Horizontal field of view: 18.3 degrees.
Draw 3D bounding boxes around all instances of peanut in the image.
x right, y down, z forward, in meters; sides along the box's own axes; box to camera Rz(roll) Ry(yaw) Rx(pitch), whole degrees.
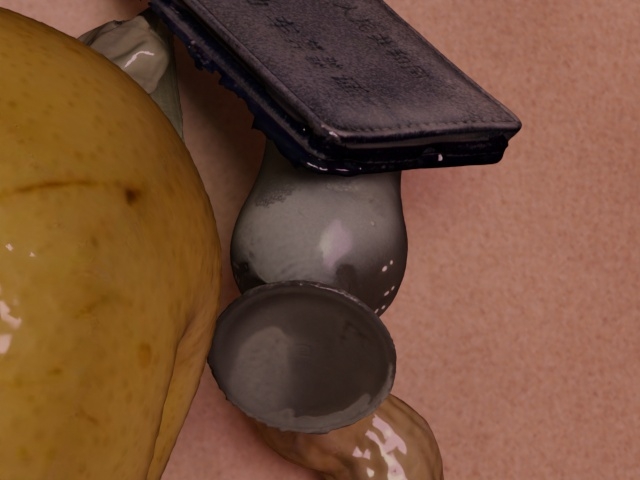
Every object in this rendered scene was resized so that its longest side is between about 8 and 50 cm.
[{"bbox_3d":[0.018,0.118,1.186,0.082,0.082,0.187,-44,99,-26],"label":"peanut"}]

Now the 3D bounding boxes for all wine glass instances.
[{"bbox_3d":[0.000,0.000,1.137,0.103,0.103,0.231,31,31,-15],"label":"wine glass"}]

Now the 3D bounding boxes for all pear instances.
[{"bbox_3d":[-0.216,0.043,0.960,0.348,0.348,0.348,6,75,-23],"label":"pear"}]

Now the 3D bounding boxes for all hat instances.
[{"bbox_3d":[-0.116,-0.054,1.179,0.122,0.081,0.166,-18,94,-69],"label":"hat"}]

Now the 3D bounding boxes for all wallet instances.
[{"bbox_3d":[0.001,-0.112,1.173,0.167,0.036,0.222,-6,42,-40],"label":"wallet"}]
